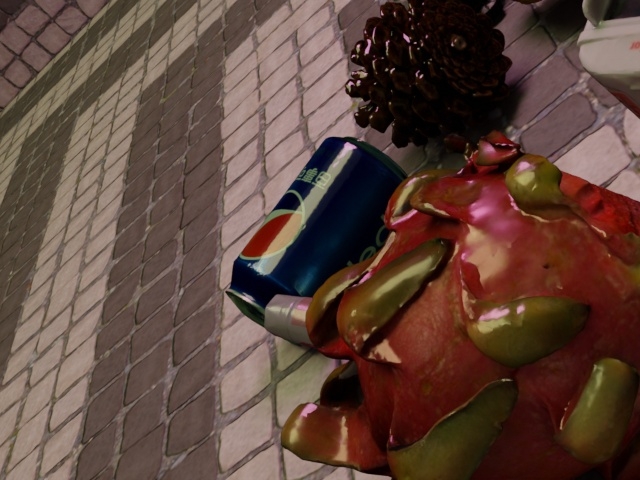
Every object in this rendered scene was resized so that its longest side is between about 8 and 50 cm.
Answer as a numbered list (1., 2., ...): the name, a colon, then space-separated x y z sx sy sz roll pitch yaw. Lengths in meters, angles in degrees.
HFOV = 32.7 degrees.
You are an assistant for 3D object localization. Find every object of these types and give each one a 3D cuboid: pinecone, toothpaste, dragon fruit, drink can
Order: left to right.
1. drink can: 0.000 0.000 1.101 0.205 0.118 0.118 -55 26 -11
2. toothpaste: 0.039 0.080 0.965 0.194 0.043 0.067 9 57 34
3. pinecone: 0.101 -0.171 1.140 0.165 0.163 0.163 -34 27 50
4. dragon fruit: 0.112 0.069 0.718 0.243 0.227 0.307 -54 12 -17

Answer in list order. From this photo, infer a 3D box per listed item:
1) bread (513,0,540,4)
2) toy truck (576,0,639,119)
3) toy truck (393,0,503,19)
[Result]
1. bread: 0.240 -0.366 1.113 0.174 0.121 0.246 -146 53 -62
2. toy truck: 0.344 -0.144 0.686 0.387 0.173 0.207 9 70 58
3. toy truck: 0.191 -0.347 1.307 0.242 0.101 0.125 -51 20 -12
